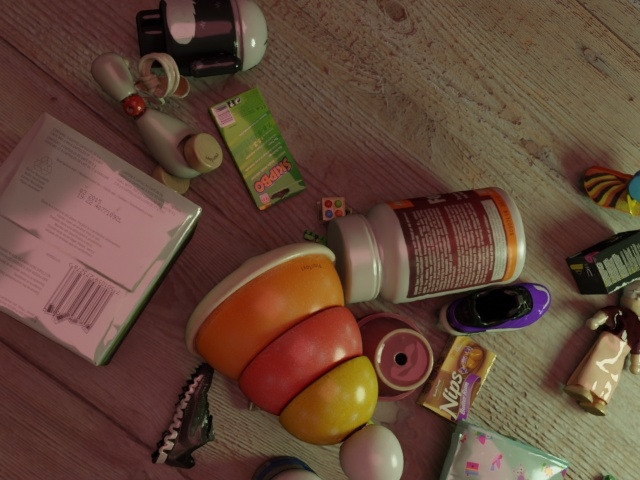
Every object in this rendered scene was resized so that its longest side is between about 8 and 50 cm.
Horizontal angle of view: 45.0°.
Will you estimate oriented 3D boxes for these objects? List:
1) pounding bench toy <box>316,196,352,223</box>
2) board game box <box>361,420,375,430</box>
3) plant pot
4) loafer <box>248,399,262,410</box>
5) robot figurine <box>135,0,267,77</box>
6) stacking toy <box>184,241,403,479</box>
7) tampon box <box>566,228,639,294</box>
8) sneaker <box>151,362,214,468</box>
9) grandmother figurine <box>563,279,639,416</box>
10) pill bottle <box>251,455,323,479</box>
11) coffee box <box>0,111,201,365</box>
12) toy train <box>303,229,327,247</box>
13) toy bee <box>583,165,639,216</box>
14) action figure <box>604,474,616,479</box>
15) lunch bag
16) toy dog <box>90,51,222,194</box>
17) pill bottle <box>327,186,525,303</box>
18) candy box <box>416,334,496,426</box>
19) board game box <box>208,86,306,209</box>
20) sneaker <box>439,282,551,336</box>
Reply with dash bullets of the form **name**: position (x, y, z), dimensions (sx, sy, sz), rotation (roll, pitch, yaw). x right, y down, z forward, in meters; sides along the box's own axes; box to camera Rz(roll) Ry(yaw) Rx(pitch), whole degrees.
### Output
- **pounding bench toy**: position (0.040, -0.069, 1.748), dimensions (0.083, 0.065, 0.052), rotation (-2, 84, -12)
- **board game box**: position (0.030, 0.354, 1.686), dimensions (0.181, 0.092, 0.043), rotation (43, 76, -4)
- **plant pot**: position (0.155, 0.255, 1.678), dimensions (0.201, 0.180, 0.201), rotation (1, 84, -12)
- **loafer**: position (-0.146, 0.310, 1.680), dimensions (0.039, 0.045, 0.125), rotation (-8, 88, -6)
- **robot figurine**: position (-0.254, -0.442, 1.676), dimensions (0.278, 0.173, 0.209), rotation (-8, 89, -12)
- **stacking toy**: position (-0.011, 0.274, 1.488), dimensions (0.350, 0.350, 0.480), rotation (-30, 68, -13)
- **tampon box**: position (0.699, 0.053, 1.845), dimensions (0.161, 0.120, 0.101), rotation (-24, 90, -13)
- **sneaker**: position (-0.263, 0.376, 1.633), dimensions (0.106, 0.078, 0.234), rotation (26, 83, -11)
- **grandmother figurine**: position (0.702, 0.237, 1.843), dimensions (0.208, 0.104, 0.342), rotation (44, 73, -32)
- **pill bottle**: position (-0.056, 0.530, 1.556), dimensions (0.152, 0.272, 0.152), rotation (1, 84, -12)
- **coffee box**: position (-0.470, 0.016, 1.494), dimensions (0.337, 0.334, 0.338), rotation (33, 76, -6)
- **toy train**: position (0.000, 0.000, 1.758), dimensions (0.083, 0.017, 0.024), rotation (23, 89, -9)
- **toy bee**: position (0.775, -0.087, 1.834), dimensions (0.195, 0.298, 0.162), rotation (-12, 109, -41)
- **action figure**: position (0.721, 0.663, 1.816), dimensions (0.137, 0.063, 0.232), rotation (-22, 85, -10)
- **lunch bag**: position (0.379, 0.537, 1.707), dimensions (0.262, 0.160, 0.223), rotation (23, 80, -14)
- **toy dog**: position (-0.326, -0.261, 1.640), dimensions (0.220, 0.161, 0.334), rotation (-5, 119, 24)
- **pill bottle**: position (0.225, 0.015, 1.698), dimensions (0.392, 0.224, 0.224), rotation (-9, 86, -13)
- **candy box**: position (0.311, 0.318, 1.770), dimensions (0.109, 0.053, 0.187), rotation (31, 77, -6)
- **board game box**: position (-0.142, -0.205, 1.741), dimensions (0.124, 0.039, 0.259), rotation (-26, 87, -13)
- **sneaker**: position (0.427, 0.149, 1.742), dimensions (0.293, 0.146, 0.102), rotation (-11, 74, -25)
